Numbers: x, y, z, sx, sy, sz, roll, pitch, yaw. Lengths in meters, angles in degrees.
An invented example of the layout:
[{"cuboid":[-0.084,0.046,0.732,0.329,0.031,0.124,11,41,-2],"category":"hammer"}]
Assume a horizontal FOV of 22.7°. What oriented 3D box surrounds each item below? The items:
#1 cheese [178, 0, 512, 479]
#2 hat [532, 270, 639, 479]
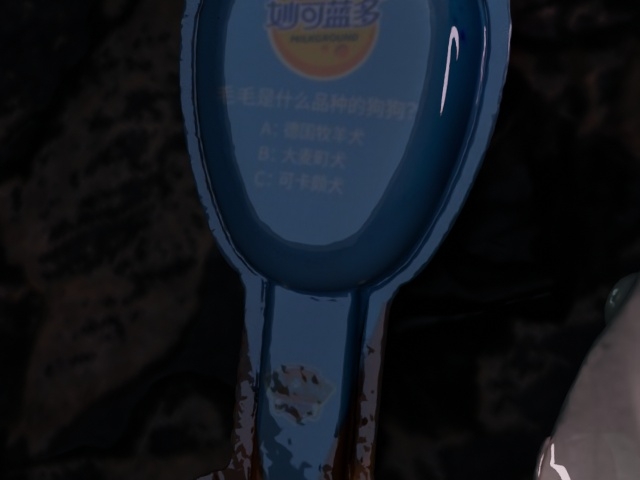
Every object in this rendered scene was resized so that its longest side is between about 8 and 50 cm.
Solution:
[{"cuboid":[0.000,0.000,0.498,0.106,0.037,0.256,7,94,16],"category":"cheese"},{"cuboid":[0.209,0.092,0.364,0.301,0.168,0.258,39,81,-2],"category":"hat"}]
